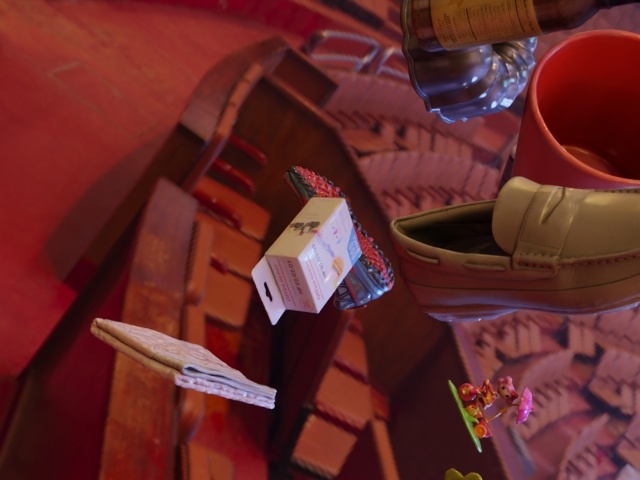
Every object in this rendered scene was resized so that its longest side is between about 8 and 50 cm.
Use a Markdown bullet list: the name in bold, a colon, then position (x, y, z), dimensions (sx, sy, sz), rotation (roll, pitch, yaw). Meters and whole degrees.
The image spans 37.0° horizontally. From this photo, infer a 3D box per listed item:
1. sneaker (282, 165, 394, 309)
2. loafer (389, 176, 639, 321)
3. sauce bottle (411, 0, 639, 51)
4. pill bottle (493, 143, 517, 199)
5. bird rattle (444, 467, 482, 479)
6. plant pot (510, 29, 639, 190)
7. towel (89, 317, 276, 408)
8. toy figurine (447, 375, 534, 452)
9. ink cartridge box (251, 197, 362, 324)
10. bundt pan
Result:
- **sneaker**: position (0.000, 0.000, 1.562), dimensions (0.261, 0.125, 0.104), rotation (57, 24, 12)
- **loafer**: position (0.189, 0.000, 0.818), dimensions (0.111, 0.320, 0.112), rotation (55, 47, -21)
- **sauce bottle**: position (0.303, -0.344, 1.356), dimensions (0.345, 0.111, 0.111), rotation (-4, -8, 29)
- **pill bottle**: position (0.426, -0.139, 1.932), dimensions (0.108, 0.180, 0.108), rotation (11, 28, -6)
- **bird rattle**: position (0.298, 0.579, 1.842), dimensions (0.143, 0.207, 0.253), rotation (21, 30, -13)
- **plant pot**: position (0.404, -0.129, 1.405), dimensions (0.275, 0.275, 0.243), rotation (44, -26, 17)
- **towel**: position (-0.297, 0.268, 2.112), dimensions (0.317, 0.053, 0.332), rotation (21, -4, 40)
- **toy figurine**: position (0.390, 0.361, 2.129), dimensions (0.130, 0.159, 0.173), rotation (31, 35, -79)
- **ink cartridge box**: position (-0.017, 0.031, 1.376), dimensions (0.181, 0.062, 0.104), rotation (-52, 134, -40)
- **bundt pan**: position (0.279, -0.372, 1.674), dimensions (0.124, 0.330, 0.331), rotation (2, -11, 39)
